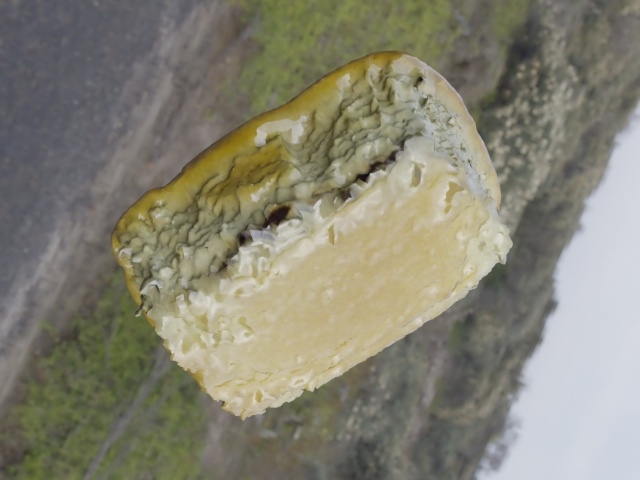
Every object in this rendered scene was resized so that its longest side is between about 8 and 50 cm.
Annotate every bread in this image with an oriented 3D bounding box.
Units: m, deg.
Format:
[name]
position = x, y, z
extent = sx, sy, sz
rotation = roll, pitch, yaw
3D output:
[bread]
position = 0.000, 0.000, 0.805
extent = 0.245, 0.121, 0.174
rotation = -35, 135, 4
